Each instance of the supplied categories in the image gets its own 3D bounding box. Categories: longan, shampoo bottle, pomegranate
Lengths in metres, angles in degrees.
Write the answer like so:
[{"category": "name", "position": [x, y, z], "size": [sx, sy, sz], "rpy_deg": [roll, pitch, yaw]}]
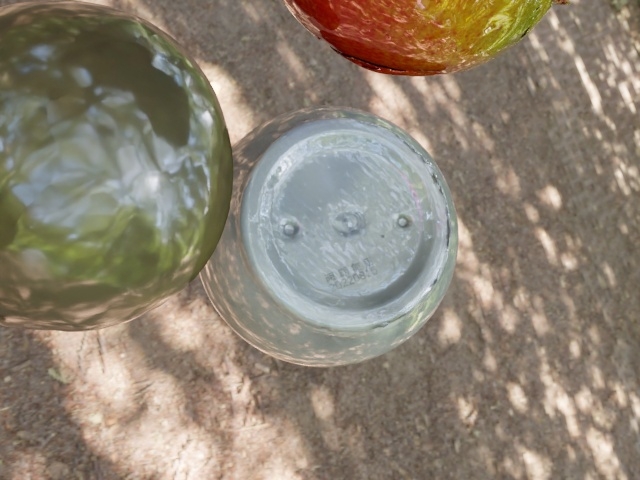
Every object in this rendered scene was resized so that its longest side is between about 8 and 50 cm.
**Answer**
[{"category": "longan", "position": [-0.190, -0.058, 0.577], "size": [0.258, 0.258, 0.258], "rpy_deg": [24, 56, -41]}, {"category": "shampoo bottle", "position": [0.000, 0.000, 0.837], "size": [0.273, 0.266, 0.273], "rpy_deg": [1, 82, -10]}, {"category": "pomegranate", "position": [0.074, -0.206, 0.475], "size": [0.210, 0.235, 0.210], "rpy_deg": [3, 90, -84]}]
